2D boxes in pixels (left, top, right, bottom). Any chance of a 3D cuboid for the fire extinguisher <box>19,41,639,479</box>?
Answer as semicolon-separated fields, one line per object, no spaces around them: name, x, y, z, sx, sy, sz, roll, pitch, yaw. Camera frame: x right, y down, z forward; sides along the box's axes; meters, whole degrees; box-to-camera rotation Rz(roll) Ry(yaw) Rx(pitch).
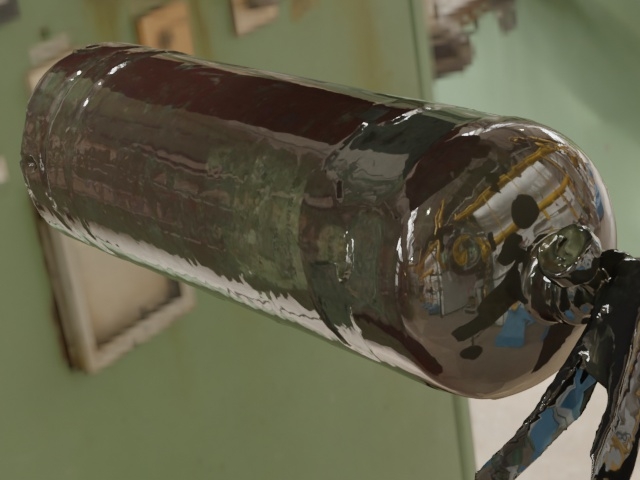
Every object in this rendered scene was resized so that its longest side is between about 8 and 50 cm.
fire extinguisher;0.000;0.000;0.445;0.267;0.072;0.089;18;70;52
